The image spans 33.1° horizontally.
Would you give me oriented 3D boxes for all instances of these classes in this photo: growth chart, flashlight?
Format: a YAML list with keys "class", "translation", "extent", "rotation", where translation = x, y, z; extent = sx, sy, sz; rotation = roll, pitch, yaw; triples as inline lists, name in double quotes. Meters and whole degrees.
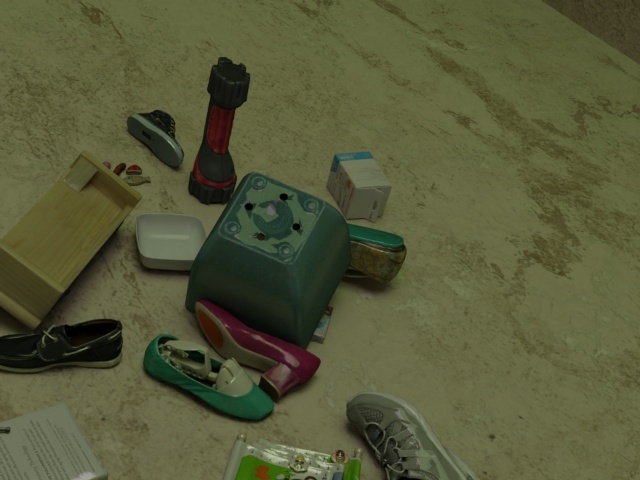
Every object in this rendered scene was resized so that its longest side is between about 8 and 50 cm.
- class: "growth chart"
  translation: [-0.046, 0.393, 1.765]
  extent: [0.237, 0.021, 0.172]
  rotation: [10, 40, -7]
- class: "flashlight"
  translation: [-0.204, -0.218, 2.227]
  extent: [0.103, 0.304, 0.103]
  rotation: [21, 40, 4]

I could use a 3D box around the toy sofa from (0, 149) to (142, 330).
- class: "toy sofa"
  translation: [-0.492, 0.008, 1.989]
  extent: [0.150, 0.177, 0.362]
  rotation: [39, 34, -8]

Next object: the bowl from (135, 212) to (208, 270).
- class: "bowl"
  translation: [-0.294, 0.009, 2.119]
  extent: [0.142, 0.053, 0.142]
  rotation: [2, 40, -16]

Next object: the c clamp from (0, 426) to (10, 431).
- class: "c clamp"
  translation: [-0.489, 0.296, 1.411]
  extent: [0.137, 0.022, 0.160]
  rotation: [7, 38, -10]

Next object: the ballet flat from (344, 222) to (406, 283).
- class: "ballet flat"
  translation: [0.000, 0.000, 2.188]
  extent: [0.349, 0.123, 0.123]
  rotation: [20, 38, 7]

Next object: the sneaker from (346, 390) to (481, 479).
- class: "sneaker"
  translation: [0.141, 0.360, 1.802]
  extent: [0.281, 0.105, 0.115]
  rotation: [38, 43, 25]

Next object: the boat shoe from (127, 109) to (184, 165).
- class: "boat shoe"
  translation: [-0.343, -0.235, 2.390]
  extent: [0.083, 0.065, 0.183]
  rotation: [-25, 53, -38]

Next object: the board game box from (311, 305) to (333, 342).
- class: "board game box"
  translation: [-0.028, 0.149, 2.069]
  extent: [0.090, 0.020, 0.090]
  rotation: [17, 39, 1]

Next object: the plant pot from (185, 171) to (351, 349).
- class: "plant pot"
  translation: [-0.089, 0.019, 1.960]
  extent: [0.247, 0.252, 0.247]
  rotation: [24, 62, 8]

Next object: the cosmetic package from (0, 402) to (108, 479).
- class: "cosmetic package"
  translation: [-0.497, 0.384, 1.475]
  extent: [0.366, 0.196, 0.155]
  rotation: [-17, 49, -33]

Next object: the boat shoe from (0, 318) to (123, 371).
- class: "boat shoe"
  translation: [-0.455, 0.172, 1.845]
  extent: [0.233, 0.079, 0.084]
  rotation: [-2, 41, -18]

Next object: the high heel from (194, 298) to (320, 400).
- class: "high heel"
  translation: [-0.115, 0.175, 1.950]
  extent: [0.244, 0.082, 0.117]
  rotation: [40, 51, 21]

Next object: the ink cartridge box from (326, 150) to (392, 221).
- class: "ink cartridge box"
  translation: [0.088, -0.116, 2.376]
  extent: [0.090, 0.092, 0.143]
  rotation: [-5, 42, -24]

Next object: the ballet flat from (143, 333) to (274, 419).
- class: "ballet flat"
  translation: [-0.191, 0.231, 1.857]
  extent: [0.247, 0.087, 0.083]
  rotation: [23, 38, 7]

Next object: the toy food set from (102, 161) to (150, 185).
- class: "toy food set"
  translation: [-0.428, -0.144, 2.285]
  extent: [0.122, 0.019, 0.078]
  rotation: [-11, 45, -30]
